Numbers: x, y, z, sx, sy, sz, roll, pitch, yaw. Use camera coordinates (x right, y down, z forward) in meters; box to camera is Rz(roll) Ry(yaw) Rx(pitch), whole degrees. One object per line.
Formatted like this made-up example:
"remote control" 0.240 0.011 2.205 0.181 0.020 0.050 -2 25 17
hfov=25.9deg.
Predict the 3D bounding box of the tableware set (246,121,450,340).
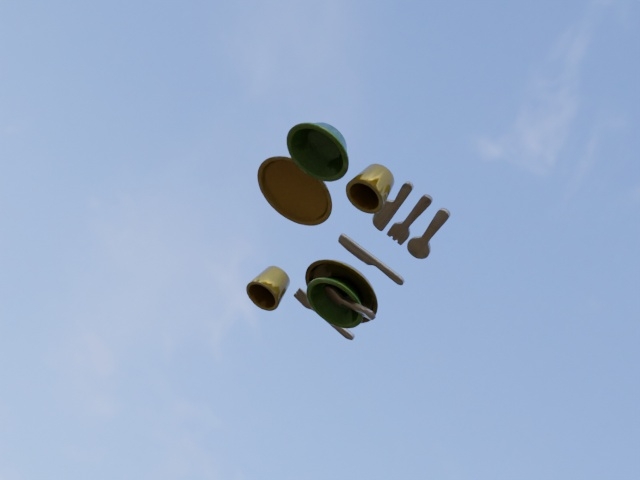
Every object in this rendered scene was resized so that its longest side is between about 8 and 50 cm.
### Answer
"tableware set" 0.000 0.000 0.772 0.104 0.024 0.154 38 -38 2
